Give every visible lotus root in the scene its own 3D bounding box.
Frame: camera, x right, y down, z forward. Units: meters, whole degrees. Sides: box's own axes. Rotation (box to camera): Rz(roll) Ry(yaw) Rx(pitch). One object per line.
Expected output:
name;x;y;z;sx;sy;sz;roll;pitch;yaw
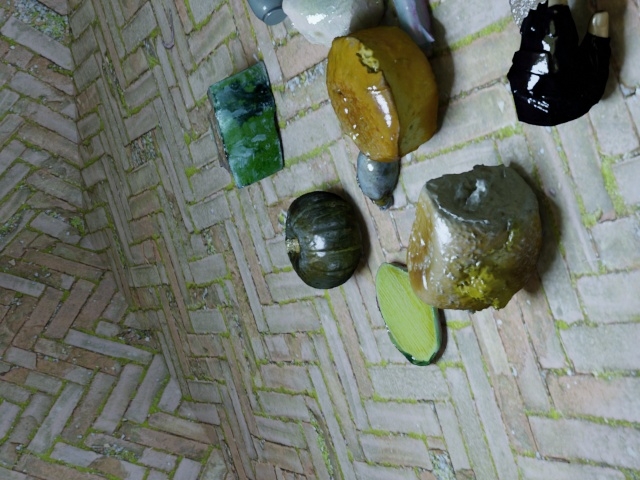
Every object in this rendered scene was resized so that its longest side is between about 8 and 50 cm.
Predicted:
lotus root;0.110;-0.129;2.038;0.088;0.088;0.165;49;156;40

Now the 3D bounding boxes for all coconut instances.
coconut;0.020;-0.448;1.905;0.194;0.194;0.194;42;141;47

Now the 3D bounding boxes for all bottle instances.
bottle;-0.142;-0.589;2.262;0.096;0.079;0.254;-34;69;24

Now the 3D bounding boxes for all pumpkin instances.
pumpkin;0.000;0.000;2.246;0.223;0.157;0.224;169;90;-74

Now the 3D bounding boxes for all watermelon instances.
watermelon;-0.182;-0.284;2.478;0.302;0.151;0.264;-132;28;-73

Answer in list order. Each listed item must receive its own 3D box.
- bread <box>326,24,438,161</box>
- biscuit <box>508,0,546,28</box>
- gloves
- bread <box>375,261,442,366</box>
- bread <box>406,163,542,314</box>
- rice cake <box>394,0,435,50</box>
bread;0.105;-0.262;1.845;0.268;0.145;0.268;55;163;25
biscuit;0.320;-0.358;1.543;0.120;0.015;0.120;40;140;46
gloves;0.332;-0.273;1.461;0.164;0.124;0.203;4;123;39
bread;0.182;0.146;2.113;0.228;0.033;0.229;46;145;46
bread;0.256;0.004;1.691;0.176;0.195;0.246;55;150;41
rice cake;0.147;-0.468;1.784;0.081;0.051;0.290;-2;105;66
